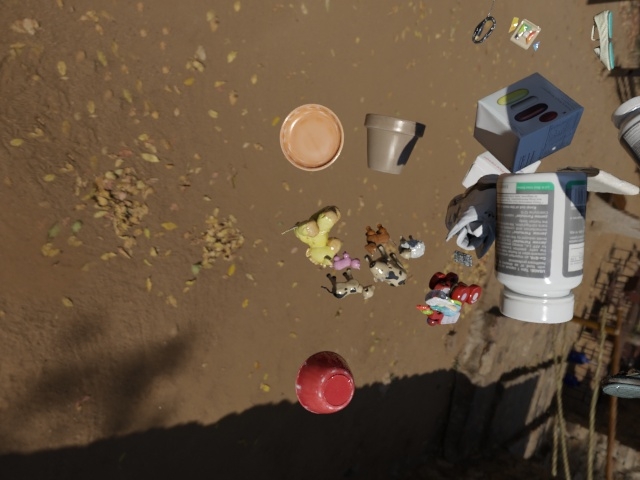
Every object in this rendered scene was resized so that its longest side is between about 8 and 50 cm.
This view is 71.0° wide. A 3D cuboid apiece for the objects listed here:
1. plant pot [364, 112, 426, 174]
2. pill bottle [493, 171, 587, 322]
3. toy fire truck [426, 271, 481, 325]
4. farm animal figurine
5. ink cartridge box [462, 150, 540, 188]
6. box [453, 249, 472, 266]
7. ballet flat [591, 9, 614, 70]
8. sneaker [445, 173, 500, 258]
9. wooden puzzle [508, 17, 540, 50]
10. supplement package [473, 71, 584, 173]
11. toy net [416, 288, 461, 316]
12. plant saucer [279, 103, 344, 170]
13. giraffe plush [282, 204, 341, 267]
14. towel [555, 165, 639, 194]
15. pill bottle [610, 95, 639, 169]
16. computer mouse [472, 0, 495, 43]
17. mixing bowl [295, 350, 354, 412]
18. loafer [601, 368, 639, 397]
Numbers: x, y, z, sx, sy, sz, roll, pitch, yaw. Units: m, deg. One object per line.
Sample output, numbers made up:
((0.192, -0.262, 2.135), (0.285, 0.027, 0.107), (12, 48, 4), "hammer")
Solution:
((0.303, -0.410, 1.938), (0.263, 0.263, 0.229), (-5, 110, -49), "plant pot")
((0.546, 0.010, 1.129), (0.204, 0.204, 0.360), (-8, 100, -48), "pill bottle")
((0.612, 0.296, 2.149), (0.302, 0.169, 0.253), (5, 110, -46), "toy fire truck")
((0.215, 0.117, 1.727), (0.327, 0.172, 0.330), (11, 128, -35), "farm animal figurine")
((0.758, -0.283, 1.892), (0.233, 0.171, 0.168), (-27, 151, -28), "ink cartridge box")
((0.680, 0.087, 2.140), (0.018, 0.083, 0.067), (-46, 136, -26), "box")
((0.827, -0.581, 1.316), (0.057, 0.052, 0.168), (-16, 102, -46), "ballet flat")
((0.456, -0.047, 1.399), (0.210, 0.138, 0.366), (-59, 176, -19), "sneaker")
((0.673, -0.678, 1.475), (0.014, 0.116, 0.078), (-64, 178, -60), "wooden puzzle")
((0.592, -0.342, 1.303), (0.203, 0.194, 0.149), (-27, 146, -5), "supplement package")
((0.331, 0.173, 1.279), (0.232, 0.122, 0.045), (45, 54, -61), "toy net")
((-0.024, -0.314, 1.375), (0.037, 0.200, 0.199), (-42, 139, -74), "plant saucer")
((0.000, 0.000, 1.519), (0.170, 0.210, 0.181), (60, 17, -10), "giraffe plush")
((1.047, -0.232, 1.723), (0.187, 0.282, 0.049), (19, 98, -10), "towel")
((1.176, -0.353, 1.579), (0.176, 0.176, 0.318), (28, 40, -50), "pill bottle")
((0.522, -0.725, 1.362), (0.041, 0.071, 0.241), (-40, 148, -57), "computer mouse")
((0.030, 0.416, 1.282), (0.182, 0.098, 0.181), (1, 88, -24), "mixing bowl")
((0.946, 0.423, 1.335), (0.268, 0.096, 0.084), (13, 57, -13), "loafer")
